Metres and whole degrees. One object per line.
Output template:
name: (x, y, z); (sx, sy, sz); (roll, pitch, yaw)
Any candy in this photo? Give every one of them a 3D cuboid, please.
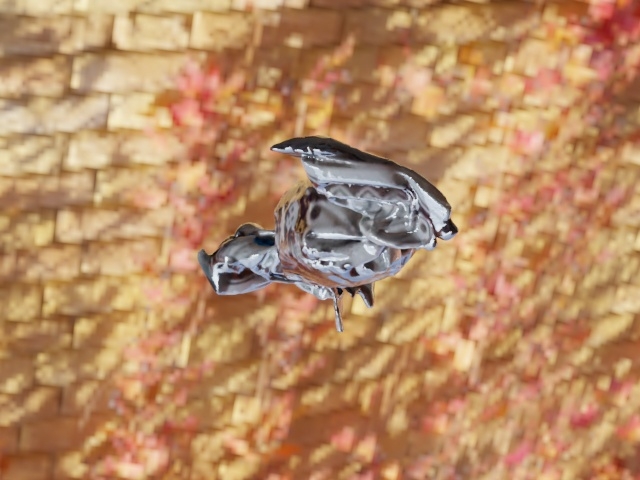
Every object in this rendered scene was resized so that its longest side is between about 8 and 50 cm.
candy: (0.000, -0.001, 0.789); (0.094, 0.051, 0.226); (14, 166, -13)
